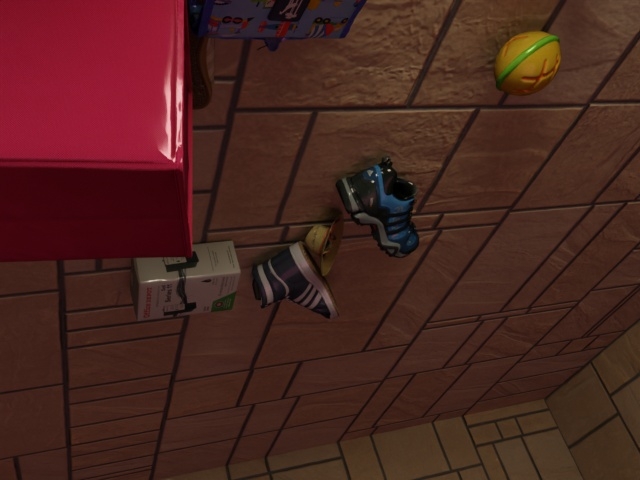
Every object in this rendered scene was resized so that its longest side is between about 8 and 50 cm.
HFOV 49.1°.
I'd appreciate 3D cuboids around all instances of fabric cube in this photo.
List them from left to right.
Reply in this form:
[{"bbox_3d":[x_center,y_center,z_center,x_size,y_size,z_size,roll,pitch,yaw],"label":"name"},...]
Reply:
[{"bbox_3d":[-0.277,-0.134,0.787,0.258,0.254,0.259,0,158,-8],"label":"fabric cube"}]

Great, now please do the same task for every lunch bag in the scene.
[{"bbox_3d":[-0.039,-0.360,0.865,0.220,0.138,0.293,-10,150,-25],"label":"lunch bag"}]

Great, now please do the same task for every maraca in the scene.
[{"bbox_3d":[0.361,-0.303,1.218,0.127,0.099,0.185,-36,170,18],"label":"maraca"}]

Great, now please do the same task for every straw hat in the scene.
[{"bbox_3d":[0.000,0.000,1.503,0.061,0.145,0.144,17,150,13],"label":"straw hat"}]

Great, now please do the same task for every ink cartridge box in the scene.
[{"bbox_3d":[-0.283,0.085,1.458,0.208,0.087,0.153,-6,145,-20],"label":"ink cartridge box"}]

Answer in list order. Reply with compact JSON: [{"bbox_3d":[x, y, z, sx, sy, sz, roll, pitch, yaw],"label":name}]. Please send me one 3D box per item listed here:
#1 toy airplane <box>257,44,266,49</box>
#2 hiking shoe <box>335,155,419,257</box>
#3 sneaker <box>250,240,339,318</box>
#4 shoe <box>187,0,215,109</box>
[{"bbox_3d":[-0.073,-0.332,0.982,0.151,0.028,0.151,-21,144,-16],"label":"toy airplane"},{"bbox_3d":[0.157,-0.057,1.458,0.132,0.113,0.304,-30,147,17],"label":"hiking shoe"},{"bbox_3d":[-0.062,0.118,1.616,0.153,0.099,0.282,-27,141,2],"label":"sneaker"},{"bbox_3d":[-0.187,-0.285,0.988,0.076,0.058,0.219,5,141,-1],"label":"shoe"}]
